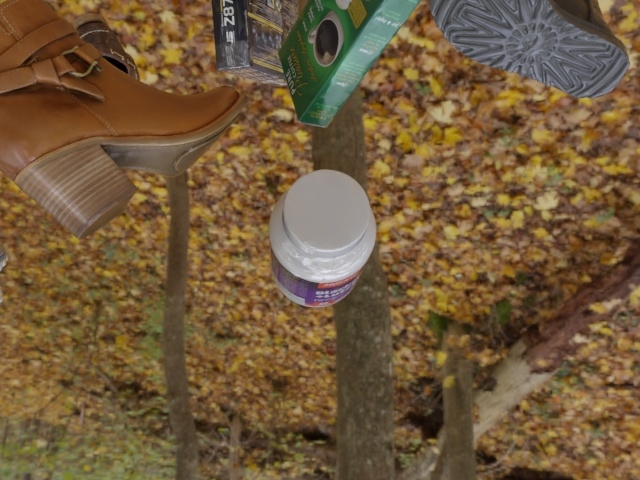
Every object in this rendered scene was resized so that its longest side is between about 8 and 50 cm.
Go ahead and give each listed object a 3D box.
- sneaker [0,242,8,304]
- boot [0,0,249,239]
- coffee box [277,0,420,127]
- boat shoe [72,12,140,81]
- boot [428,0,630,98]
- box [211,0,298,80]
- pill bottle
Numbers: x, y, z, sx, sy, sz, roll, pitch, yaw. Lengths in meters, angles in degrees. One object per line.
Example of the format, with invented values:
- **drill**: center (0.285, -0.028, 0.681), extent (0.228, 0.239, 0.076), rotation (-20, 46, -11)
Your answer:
- **sneaker**: center (-0.462, -0.011, 0.776), extent (0.129, 0.147, 0.330), rotation (-17, -159, -28)
- **boot**: center (-0.151, -0.110, 0.451), extent (0.073, 0.152, 0.197), rotation (-35, -172, 44)
- **coffee box**: center (0.022, -0.219, 0.654), extent (0.040, 0.113, 0.184), rotation (5, 143, -34)
- **boat shoe**: center (-0.325, -0.264, 0.983), extent (0.073, 0.073, 0.207), rotation (-26, 171, -3)
- **boot**: center (0.332, -0.476, 1.109), extent (0.367, 0.445, 0.146), rotation (23, 139, -22)
- **box**: center (-0.152, -0.571, 1.608), extent (0.097, 0.318, 0.395), rotation (-3, -172, 17)
- **pill bottle**: center (0.000, 0.000, 0.662), extent (0.108, 0.108, 0.193), rotation (2, 163, -3)
